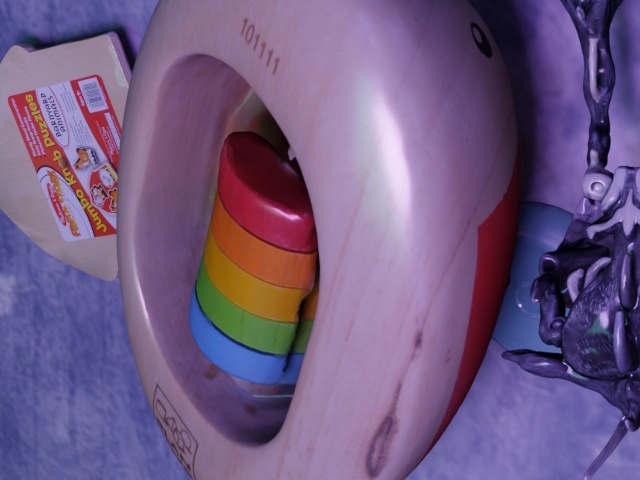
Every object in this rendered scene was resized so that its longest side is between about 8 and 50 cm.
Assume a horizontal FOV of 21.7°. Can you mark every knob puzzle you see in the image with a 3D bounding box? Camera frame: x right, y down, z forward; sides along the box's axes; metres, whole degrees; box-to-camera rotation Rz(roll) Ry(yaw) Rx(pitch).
[{"bbox_3d":[-0.186,-0.062,1.263,0.213,0.030,0.213,18,124,29],"label":"knob puzzle"}]

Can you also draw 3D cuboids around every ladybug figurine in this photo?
[{"bbox_3d":[0.000,0.000,1.037,0.305,0.162,0.449,52,143,29],"label":"ladybug figurine"}]

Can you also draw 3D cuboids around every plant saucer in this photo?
[{"bbox_3d":[0.139,0.034,1.071,0.119,0.021,0.119,18,124,29],"label":"plant saucer"}]

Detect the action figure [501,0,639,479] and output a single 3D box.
[{"bbox_3d":[0.191,-0.008,0.933,0.164,0.141,0.275,6,101,33],"label":"action figure"}]
